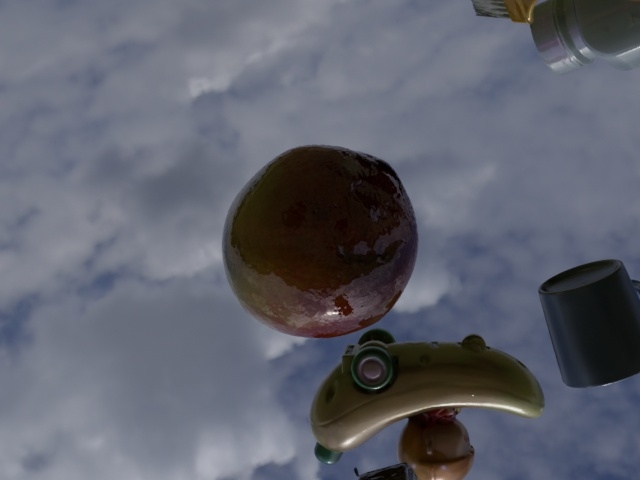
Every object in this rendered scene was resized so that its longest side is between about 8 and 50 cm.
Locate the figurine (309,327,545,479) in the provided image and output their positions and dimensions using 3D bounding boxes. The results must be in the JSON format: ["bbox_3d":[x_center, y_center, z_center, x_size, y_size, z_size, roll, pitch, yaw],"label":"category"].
[{"bbox_3d":[0.145,0.238,1.620,0.324,0.222,0.124,-2,-172,7],"label":"figurine"}]

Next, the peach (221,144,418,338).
[{"bbox_3d":[0.000,0.000,1.367,0.231,0.231,0.231,-10,-142,8],"label":"peach"}]

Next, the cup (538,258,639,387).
[{"bbox_3d":[0.219,0.057,0.903,0.100,0.077,0.078,-25,-171,-32],"label":"cup"}]

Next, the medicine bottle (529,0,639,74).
[{"bbox_3d":[0.426,-0.316,1.534,0.296,0.111,0.161,-21,-117,35],"label":"medicine bottle"}]

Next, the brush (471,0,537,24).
[{"bbox_3d":[0.209,-0.222,0.989,0.013,0.103,0.272,-44,-145,-21],"label":"brush"}]

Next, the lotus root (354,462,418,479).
[{"bbox_3d":[0.080,0.320,1.226,0.074,0.170,0.261,-12,-147,9],"label":"lotus root"}]
